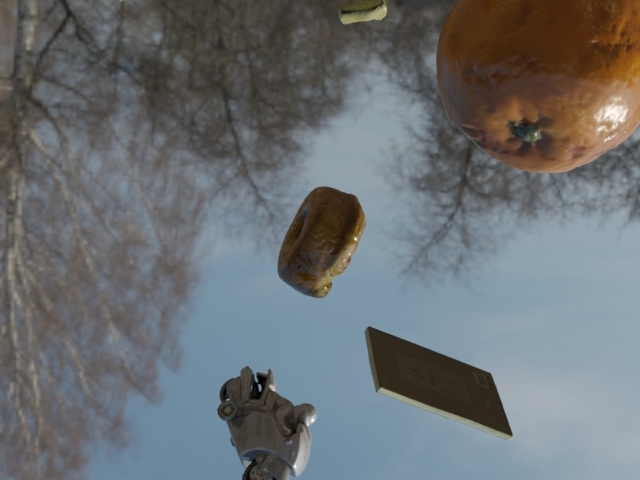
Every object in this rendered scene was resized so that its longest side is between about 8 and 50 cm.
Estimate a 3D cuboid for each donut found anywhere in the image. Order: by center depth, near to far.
[{"bbox_3d":[-0.001,0.000,1.906,0.114,0.226,0.226,25,-166,-12],"label":"donut"}]

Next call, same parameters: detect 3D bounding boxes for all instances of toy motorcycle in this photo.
[{"bbox_3d":[-0.087,0.338,1.740,0.171,0.110,0.260,-18,-133,-6],"label":"toy motorcycle"}]

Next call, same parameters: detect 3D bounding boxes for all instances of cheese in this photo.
[{"bbox_3d":[0.072,-0.387,1.629,0.083,0.030,0.044,-8,160,0],"label":"cheese"}]

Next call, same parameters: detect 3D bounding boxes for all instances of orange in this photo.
[{"bbox_3d":[0.267,-0.209,1.136,0.261,0.261,0.261,6,-163,-2],"label":"orange"}]

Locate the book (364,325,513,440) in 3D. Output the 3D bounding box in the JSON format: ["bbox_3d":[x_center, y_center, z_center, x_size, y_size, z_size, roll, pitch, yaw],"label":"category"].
[{"bbox_3d":[0.241,0.292,1.981,0.310,0.021,0.217,22,-155,-15],"label":"book"}]
